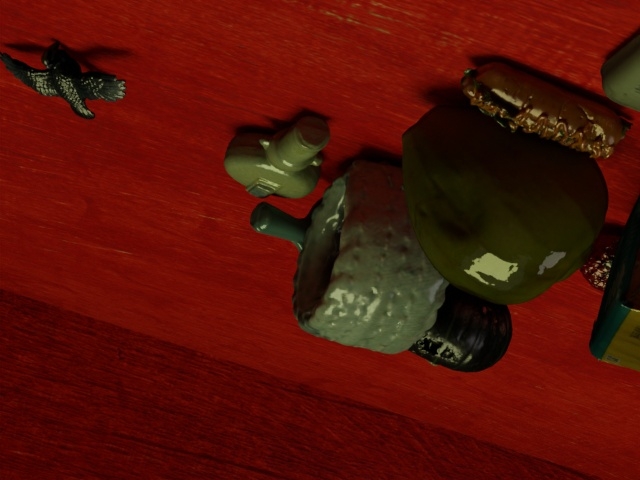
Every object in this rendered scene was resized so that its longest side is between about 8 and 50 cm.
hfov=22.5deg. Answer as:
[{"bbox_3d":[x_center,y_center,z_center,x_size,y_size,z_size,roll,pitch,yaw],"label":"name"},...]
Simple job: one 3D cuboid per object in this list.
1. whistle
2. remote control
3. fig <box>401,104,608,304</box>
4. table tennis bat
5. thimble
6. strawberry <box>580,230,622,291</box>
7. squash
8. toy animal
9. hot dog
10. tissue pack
[{"bbox_3d":[-0.047,-0.102,2.028,0.126,0.067,0.258,19,164,-14],"label":"whistle"},{"bbox_3d":[0.328,-0.168,1.395,0.090,0.038,0.309,19,165,-6],"label":"remote control"},{"bbox_3d":[0.186,-0.037,1.726,0.230,0.207,0.207,17,166,-2],"label":"fig"},{"bbox_3d":[0.000,0.000,2.164,0.040,0.153,0.244,-4,161,45],"label":"table tennis bat"},{"bbox_3d":[0.078,0.021,2.046,0.172,0.250,0.205,15,-157,-15],"label":"thimble"},{"bbox_3d":[0.366,0.029,2.032,0.083,0.083,0.096,20,166,-14],"label":"strawberry"},{"bbox_3d":[0.195,0.118,2.429,0.193,0.156,0.193,3,-178,0],"label":"squash"},{"bbox_3d":[-0.306,-0.196,1.965,0.220,0.062,0.108,15,168,32],"label":"toy animal"},{"bbox_3d":[0.227,-0.128,1.630,0.188,0.055,0.072,21,164,-14],"label":"hot dog"},{"bbox_3d":[0.396,0.037,1.799,0.134,0.192,0.271,16,167,7],"label":"tissue pack"}]
